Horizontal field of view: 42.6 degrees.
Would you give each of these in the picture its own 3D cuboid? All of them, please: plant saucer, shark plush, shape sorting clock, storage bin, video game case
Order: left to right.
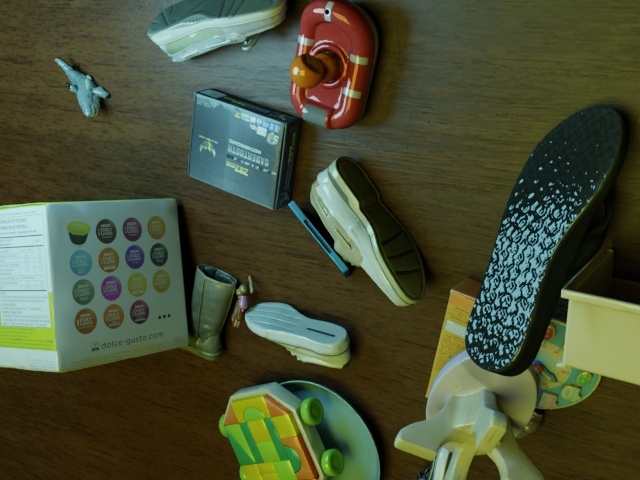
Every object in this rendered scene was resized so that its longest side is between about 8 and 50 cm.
[{"bbox_3d":[-0.538,-0.349,1.839,0.073,0.067,0.161,-27,91,38],"label":"shark plush"},{"bbox_3d":[-0.002,0.441,1.773,0.318,0.044,0.317,13,114,30],"label":"plant saucer"},{"bbox_3d":[0.000,0.000,1.576,0.015,0.119,0.166,-39,81,-2],"label":"video game case"},{"bbox_3d":[0.369,0.211,1.395,0.206,0.040,0.206,12,131,14],"label":"shape sorting clock"},{"bbox_3d":[0.506,0.113,1.168,0.262,0.260,0.123,12,112,31],"label":"storage bin"}]

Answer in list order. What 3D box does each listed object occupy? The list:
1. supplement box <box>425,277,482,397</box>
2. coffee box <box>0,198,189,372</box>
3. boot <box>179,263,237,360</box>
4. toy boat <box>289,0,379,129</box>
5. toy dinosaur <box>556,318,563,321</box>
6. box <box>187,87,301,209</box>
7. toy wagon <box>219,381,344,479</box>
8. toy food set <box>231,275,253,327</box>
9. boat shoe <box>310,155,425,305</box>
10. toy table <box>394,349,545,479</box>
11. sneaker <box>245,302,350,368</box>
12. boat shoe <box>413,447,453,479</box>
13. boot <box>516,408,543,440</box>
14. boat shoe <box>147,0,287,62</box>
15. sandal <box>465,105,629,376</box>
[{"bbox_3d":[0.257,0.190,1.483,0.080,0.078,0.233,21,117,27],"label":"supplement box"},{"bbox_3d":[-0.534,0.085,1.779,0.338,0.338,0.334,-3,92,38],"label":"coffee box"},{"bbox_3d":[-0.281,0.150,1.840,0.190,0.076,0.208,16,122,15],"label":"boot"},{"bbox_3d":[0.003,-0.303,1.431,0.151,0.151,0.231,24,119,25],"label":"toy boat"},{"bbox_3d":[0.389,0.166,1.422,0.082,0.047,0.090,-12,133,28],"label":"toy dinosaur"},{"bbox_3d":[-0.156,-0.184,1.642,0.233,0.059,0.183,24,120,26],"label":"box"},{"bbox_3d":[-0.076,0.474,1.766,0.267,0.068,0.344,-19,95,38],"label":"toy wagon"},{"bbox_3d":[-0.174,0.138,1.767,0.078,0.019,0.122,-109,36,-56],"label":"toy food set"},{"bbox_3d":[0.086,-0.004,1.517,0.103,0.113,0.302,-39,73,38],"label":"boat shoe"},{"bbox_3d":[0.260,0.321,1.384,0.252,0.161,0.274,11,130,10],"label":"toy table"},{"bbox_3d":[-0.050,0.204,1.691,0.258,0.094,0.091,18,132,37],"label":"sneaker"},{"bbox_3d":[0.219,0.491,1.624,0.076,0.080,0.228,17,123,27],"label":"boat shoe"},{"bbox_3d":[0.343,0.308,1.494,0.118,0.042,0.087,40,118,15],"label":"boot"},{"bbox_3d":[-0.187,-0.408,1.561,0.320,0.118,0.103,-5,140,33],"label":"boat shoe"},{"bbox_3d":[0.363,0.003,1.296,0.167,0.107,0.445,35,105,55],"label":"sandal"}]
